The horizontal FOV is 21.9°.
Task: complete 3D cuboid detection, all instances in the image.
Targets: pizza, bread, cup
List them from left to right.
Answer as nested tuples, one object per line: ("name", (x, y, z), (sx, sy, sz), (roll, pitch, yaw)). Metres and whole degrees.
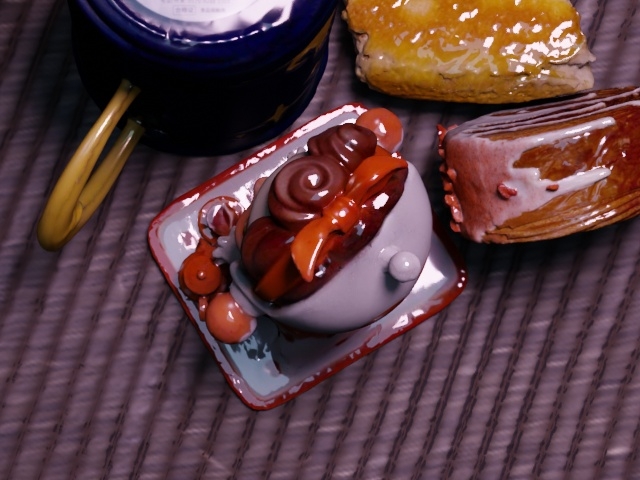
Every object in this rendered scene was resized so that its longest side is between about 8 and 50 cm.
("cup", (-0.077, -0.116, 1.017), (0.178, 0.256, 0.255), (4, 84, -4))
("pizza", (0.092, -0.233, 1.136), (0.189, 0.071, 0.297), (-8, 81, 7))
("bread", (0.155, -0.052, 1.076), (0.160, 0.160, 0.073), (-14, 103, -5))

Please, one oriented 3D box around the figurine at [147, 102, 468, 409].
("figurine", (0.000, 0.000, 1.024), (0.183, 0.226, 0.160), (-31, 88, -7))
